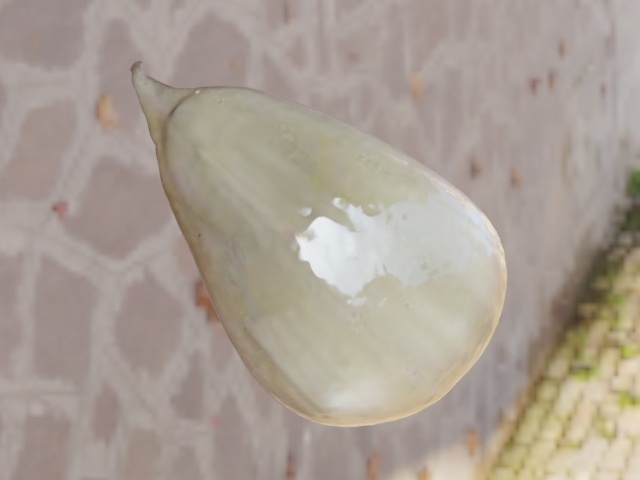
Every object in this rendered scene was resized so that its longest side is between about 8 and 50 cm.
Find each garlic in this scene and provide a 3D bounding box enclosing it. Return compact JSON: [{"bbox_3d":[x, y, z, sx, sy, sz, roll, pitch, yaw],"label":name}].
[{"bbox_3d":[0.003,0.005,0.963,0.245,0.145,0.164,43,5,-44],"label":"garlic"}]
